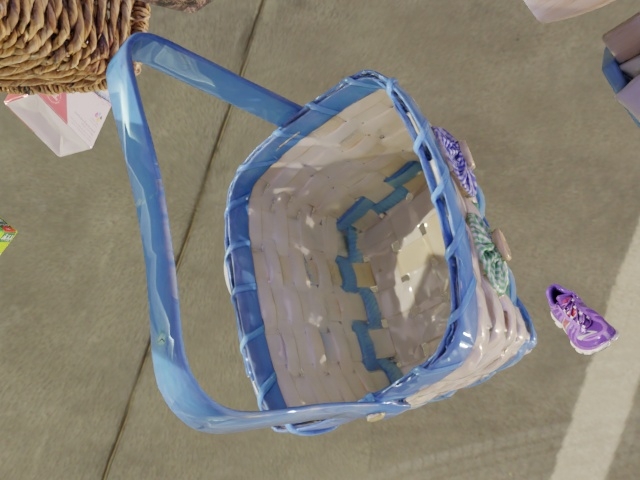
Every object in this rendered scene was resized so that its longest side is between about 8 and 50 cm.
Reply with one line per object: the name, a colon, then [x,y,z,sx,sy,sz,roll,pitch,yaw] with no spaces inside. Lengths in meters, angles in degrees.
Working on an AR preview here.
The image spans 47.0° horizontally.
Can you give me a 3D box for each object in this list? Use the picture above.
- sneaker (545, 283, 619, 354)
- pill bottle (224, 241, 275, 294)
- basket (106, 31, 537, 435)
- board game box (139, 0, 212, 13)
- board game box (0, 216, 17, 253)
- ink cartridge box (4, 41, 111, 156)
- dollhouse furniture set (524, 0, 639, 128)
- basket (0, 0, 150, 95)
sneaker: [0.407,0.123,1.179,0.068,0.170,0.071,-37,114,0]
pill bottle: [-0.032,0.028,0.821,0.137,0.078,0.078,-10,94,-32]
basket: [0.000,0.000,0.498,0.288,0.201,0.255,10,54,-42]
board game box: [-0.080,-0.288,0.460,0.290,0.232,0.141,-20,83,36]
board game box: [-0.349,0.013,0.633,0.043,0.181,0.092,38,94,6]
ink cartridge box: [-0.359,-0.235,1.070,0.067,0.198,0.115,-11,139,25]
dollhouse furniture set: [0.306,-0.148,0.451,0.286,0.198,0.303,-29,111,38]
basket: [-0.329,-0.310,0.797,0.223,0.213,0.300,11,75,-48]
